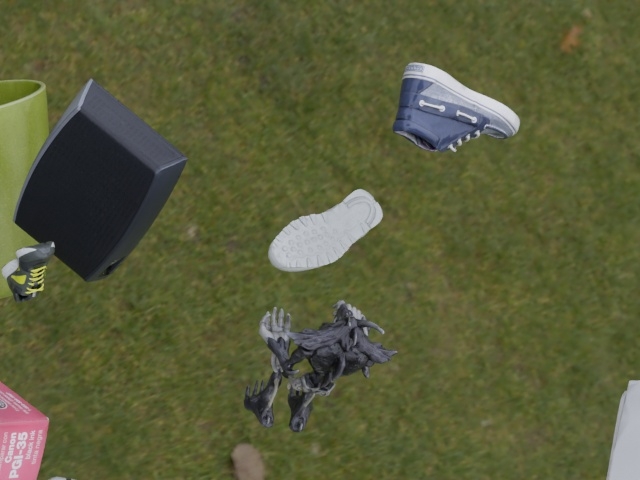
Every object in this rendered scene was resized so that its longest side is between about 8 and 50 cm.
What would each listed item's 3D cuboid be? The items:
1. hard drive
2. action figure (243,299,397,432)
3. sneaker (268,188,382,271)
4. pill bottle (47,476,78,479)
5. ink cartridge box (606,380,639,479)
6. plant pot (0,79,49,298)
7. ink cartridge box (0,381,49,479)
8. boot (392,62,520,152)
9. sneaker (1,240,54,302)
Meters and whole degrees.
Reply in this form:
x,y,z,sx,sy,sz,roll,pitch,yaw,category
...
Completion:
x,y,z,sx,sy,sz,roll,pitch,yaw,category
-0.290,-0.064,1.520,0.172,0.254,0.054,40,39,-1,hard drive
-0.008,0.150,1.635,0.164,0.275,0.141,9,51,-27,action figure
0.000,0.000,1.959,0.235,0.095,0.090,-26,84,-39,sneaker
-0.277,0.335,1.390,0.193,0.108,0.108,15,63,-14,pill bottle
0.468,0.252,0.985,0.285,0.395,0.166,51,48,-36,ink cartridge box
-0.518,-0.067,1.801,0.275,0.275,0.293,-24,113,-38,plant pot
-0.454,0.195,1.206,0.283,0.207,0.117,7,105,-49,ink cartridge box
0.160,-0.138,1.438,0.190,0.069,0.086,22,81,-36,boot
-0.232,0.026,0.976,0.031,0.083,0.035,-15,79,-33,sneaker
